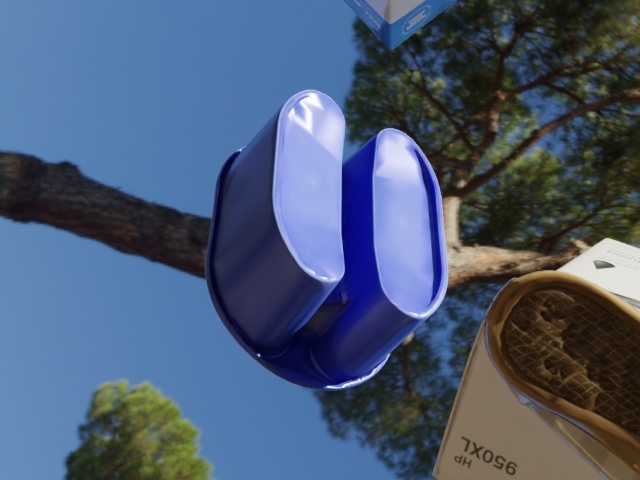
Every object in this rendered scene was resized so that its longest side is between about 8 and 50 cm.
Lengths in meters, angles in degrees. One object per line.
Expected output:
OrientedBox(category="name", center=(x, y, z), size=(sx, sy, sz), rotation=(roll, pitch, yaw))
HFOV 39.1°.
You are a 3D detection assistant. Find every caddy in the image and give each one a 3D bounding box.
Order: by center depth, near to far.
OrientedBox(category="caddy", center=(0.000, 0.000, 1.015), size=(0.179, 0.241, 0.341), rotation=(-47, -150, 41))

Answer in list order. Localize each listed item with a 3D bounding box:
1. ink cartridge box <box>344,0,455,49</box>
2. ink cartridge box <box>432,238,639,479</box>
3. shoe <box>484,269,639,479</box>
OrientedBox(category="ink cartridge box", center=(0.075, -0.245, 0.619), size=(0.134, 0.231, 0.078), rotation=(-38, -103, -5))
OrientedBox(category="ink cartridge box", center=(0.322, 0.146, 0.824), size=(0.285, 0.395, 0.166), rotation=(22, -70, 26))
OrientedBox(category="shoe", center=(0.162, 0.088, 0.378), size=(0.219, 0.058, 0.076), rotation=(40, -93, 6))
